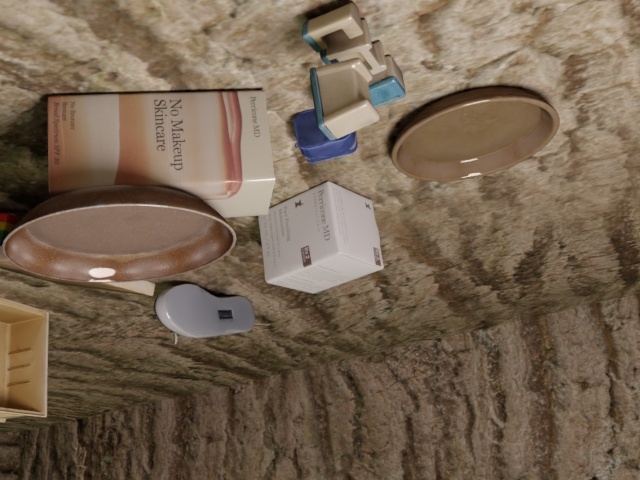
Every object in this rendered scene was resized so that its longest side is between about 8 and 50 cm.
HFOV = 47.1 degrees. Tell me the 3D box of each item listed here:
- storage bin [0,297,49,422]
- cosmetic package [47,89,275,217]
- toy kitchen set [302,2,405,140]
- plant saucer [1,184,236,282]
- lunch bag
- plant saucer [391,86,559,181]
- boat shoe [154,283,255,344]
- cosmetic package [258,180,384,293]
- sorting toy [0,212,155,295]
[{"bbox_3d":[-0.768,0.276,1.708,0.123,0.262,0.260,-12,159,16],"label":"storage bin"},{"bbox_3d":[-0.222,-0.116,1.040,0.296,0.153,0.129,-5,160,-12],"label":"cosmetic package"},{"bbox_3d":[0.031,-0.177,0.951,0.122,0.166,0.207,-17,158,21],"label":"toy kitchen set"},{"bbox_3d":[-0.275,-0.008,1.025,0.311,0.050,0.310,-6,161,-2],"label":"plant saucer"},{"bbox_3d":[0.006,-0.160,1.127,0.099,0.067,0.065,-11,159,11],"label":"lunch bag"},{"bbox_3d":[0.253,-0.175,1.223,0.278,0.041,0.278,-7,160,-2],"label":"plant saucer"},{"bbox_3d":[-0.326,0.188,1.859,0.157,0.135,0.367,-15,168,25],"label":"boat shoe"},{"bbox_3d":[0.000,0.000,1.430,0.184,0.151,0.151,-24,154,33],"label":"cosmetic package"},{"bbox_3d":[-0.465,0.021,1.307,0.257,0.089,0.255,3,167,32],"label":"sorting toy"}]
